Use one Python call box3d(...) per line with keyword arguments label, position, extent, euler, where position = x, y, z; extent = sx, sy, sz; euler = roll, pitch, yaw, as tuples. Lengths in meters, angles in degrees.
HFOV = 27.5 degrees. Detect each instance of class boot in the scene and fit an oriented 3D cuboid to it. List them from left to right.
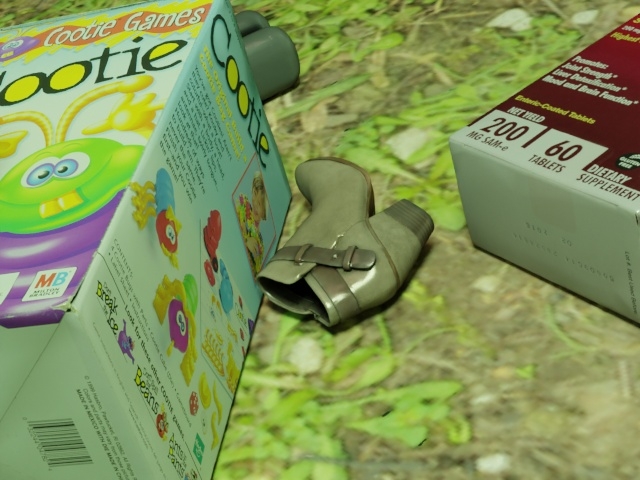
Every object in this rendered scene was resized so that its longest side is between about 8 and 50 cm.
box3d(label="boot", position=(0.000, 0.000, 0.699), extent=(0.087, 0.042, 0.118), euler=(-38, 39, -25))

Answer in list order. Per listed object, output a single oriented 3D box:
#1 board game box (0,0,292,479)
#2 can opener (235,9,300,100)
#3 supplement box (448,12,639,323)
box3d(label="board game box", position=(-0.120, 0.007, 0.649), extent=(0.142, 0.144, 0.275), euler=(-7, 34, 16))
box3d(label="can opener", position=(-0.154, -0.094, 0.852), extent=(0.283, 0.095, 0.076), euler=(-27, 36, -14))
box3d(label="supplement box", position=(0.199, -0.065, 0.674), extent=(0.239, 0.073, 0.130), euler=(-33, 36, -24))
